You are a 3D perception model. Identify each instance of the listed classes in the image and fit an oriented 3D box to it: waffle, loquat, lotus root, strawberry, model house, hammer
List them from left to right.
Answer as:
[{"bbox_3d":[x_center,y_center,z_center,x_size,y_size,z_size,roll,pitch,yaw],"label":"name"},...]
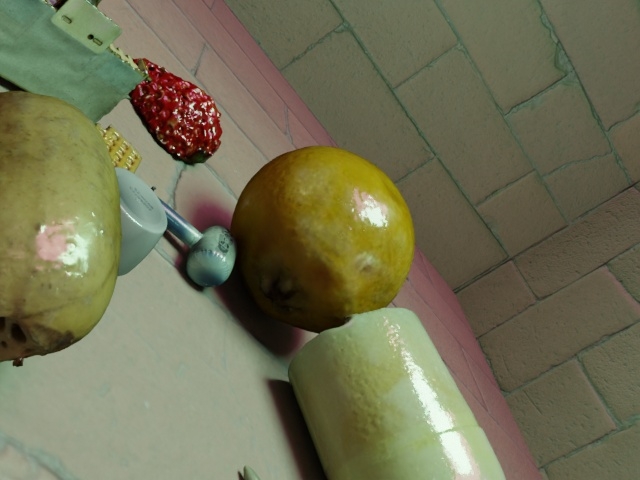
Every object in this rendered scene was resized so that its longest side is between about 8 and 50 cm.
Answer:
[{"bbox_3d":[-0.268,-0.043,0.542,0.151,0.169,0.342,101,-23,-44],"label":"lotus root"},{"bbox_3d":[-0.371,-0.313,0.812,0.271,0.178,0.206,30,28,-54],"label":"model house"},{"bbox_3d":[-0.309,-0.126,0.890,0.092,0.021,0.135,49,16,-26],"label":"waffle"},{"bbox_3d":[-0.268,-0.264,1.154,0.236,0.111,0.190,52,17,-12],"label":"strawberry"},{"bbox_3d":[-0.209,-0.017,0.911,0.194,0.069,0.116,43,18,-16],"label":"hammer"},{"bbox_3d":[0.000,0.000,1.041,0.328,0.329,0.328,51,15,-19],"label":"loquat"}]

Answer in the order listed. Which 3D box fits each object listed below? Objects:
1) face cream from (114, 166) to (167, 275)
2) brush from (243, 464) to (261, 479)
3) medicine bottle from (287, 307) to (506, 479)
[{"bbox_3d":[-0.244,-0.018,0.691,0.117,0.104,0.117,49,16,-20],"label":"face cream"},{"bbox_3d":[-0.018,0.389,0.672,0.042,0.039,0.299,-14,61,-33],"label":"brush"},{"bbox_3d":[0.128,0.324,0.875,0.236,0.236,0.406,36,24,-54],"label":"medicine bottle"}]
